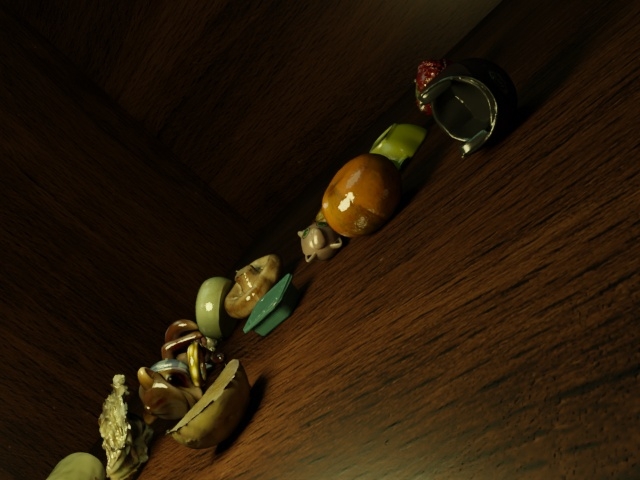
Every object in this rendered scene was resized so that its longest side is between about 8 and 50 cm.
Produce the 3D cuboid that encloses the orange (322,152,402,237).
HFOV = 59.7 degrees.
[{"bbox_3d":[0.113,-0.116,1.471,0.240,0.171,0.240,-49,15,18],"label":"orange"}]

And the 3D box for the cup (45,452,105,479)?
[{"bbox_3d":[-0.820,0.824,1.760,0.255,0.173,0.202,-45,8,9],"label":"cup"}]

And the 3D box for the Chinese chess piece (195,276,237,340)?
[{"bbox_3d":[-0.377,0.249,2.039,0.092,0.238,0.238,1,24,10],"label":"Chinese chess piece"}]

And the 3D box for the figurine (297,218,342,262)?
[{"bbox_3d":[0.000,0.000,1.653,0.125,0.125,0.138,-44,28,17],"label":"figurine"}]

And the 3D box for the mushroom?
[{"bbox_3d":[-0.230,0.159,1.958,0.278,0.146,0.278,-40,17,15],"label":"mushroom"}]

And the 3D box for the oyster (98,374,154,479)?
[{"bbox_3d":[-0.580,0.545,1.643,0.114,0.238,0.351,-16,38,-5],"label":"oyster"}]

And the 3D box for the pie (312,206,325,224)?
[{"bbox_3d":[0.098,-0.141,1.797,0.315,0.092,0.315,-48,19,22],"label":"pie"}]

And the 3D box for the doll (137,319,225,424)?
[{"bbox_3d":[-0.423,0.411,1.722,0.340,0.209,0.318,-71,-7,-72],"label":"doll"}]

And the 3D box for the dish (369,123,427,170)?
[{"bbox_3d":[0.240,-0.310,1.901,0.221,0.108,0.262,-40,12,43],"label":"dish"}]

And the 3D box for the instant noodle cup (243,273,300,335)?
[{"bbox_3d":[-0.133,0.195,1.602,0.179,0.070,0.157,-41,12,30],"label":"instant noodle cup"}]

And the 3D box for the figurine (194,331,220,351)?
[{"bbox_3d":[-0.427,0.387,2.088,0.146,0.081,0.098,-49,-27,-14],"label":"figurine"}]

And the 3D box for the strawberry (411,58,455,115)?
[{"bbox_3d":[0.404,-0.508,1.843,0.201,0.187,0.184,-6,27,9],"label":"strawberry"}]

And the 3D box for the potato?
[{"bbox_3d":[-0.202,0.350,1.196,0.138,0.098,0.243,-34,10,41],"label":"potato"}]

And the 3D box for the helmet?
[{"bbox_3d":[0.325,-0.296,1.215,0.193,0.189,0.216,-40,3,-12],"label":"helmet"}]
